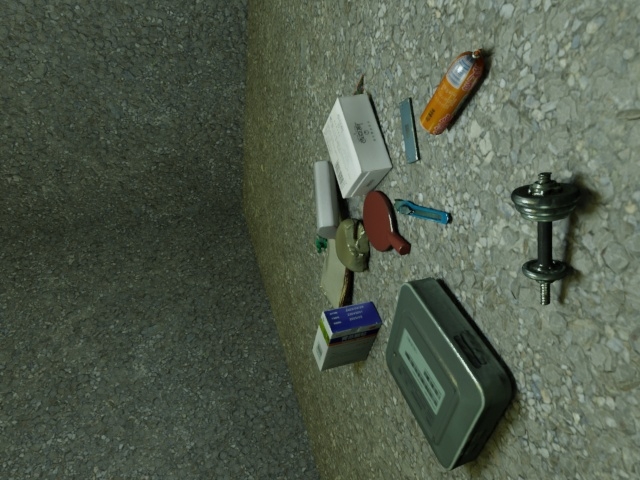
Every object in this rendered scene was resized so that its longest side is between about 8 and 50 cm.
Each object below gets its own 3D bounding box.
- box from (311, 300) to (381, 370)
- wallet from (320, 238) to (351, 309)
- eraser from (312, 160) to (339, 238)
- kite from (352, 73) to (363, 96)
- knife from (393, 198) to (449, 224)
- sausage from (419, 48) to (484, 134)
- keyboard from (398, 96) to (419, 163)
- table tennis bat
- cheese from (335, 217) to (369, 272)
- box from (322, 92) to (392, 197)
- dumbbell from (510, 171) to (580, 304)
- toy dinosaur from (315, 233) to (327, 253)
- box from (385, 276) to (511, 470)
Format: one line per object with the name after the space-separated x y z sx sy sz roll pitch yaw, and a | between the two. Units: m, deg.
0.094 0.371 1.820 0.299 0.200 0.106 103 151 -48 | box
0.075 0.145 2.016 0.275 0.068 0.335 -139 50 -58 | wallet
0.025 -0.158 1.885 0.174 0.095 0.270 62 -158 -73 | eraser
0.133 -0.470 1.627 0.159 0.010 0.190 -136 40 -62 | kite
0.275 -0.084 1.339 0.296 0.026 0.044 -152 67 -69 | knife
0.300 -0.338 1.074 0.234 0.071 0.071 116 142 -61 | sausage
0.249 -0.307 1.335 0.055 0.014 0.176 172 90 -72 | keyboard
0.204 -0.045 1.557 0.310 0.038 0.200 -124 31 -54 | table tennis bat
0.117 0.006 1.764 0.175 0.091 0.202 -125 31 -52 | cheese
0.114 -0.309 1.576 0.203 0.116 0.274 125 132 -67 | box
0.407 0.001 0.864 0.110 0.110 0.254 -141 38 -65 | dumbbell
0.000 0.000 2.189 0.096 0.059 0.132 -110 12 -48 | toy dinosaur
0.313 0.356 1.285 0.396 0.111 0.396 -118 25 -46 | box
